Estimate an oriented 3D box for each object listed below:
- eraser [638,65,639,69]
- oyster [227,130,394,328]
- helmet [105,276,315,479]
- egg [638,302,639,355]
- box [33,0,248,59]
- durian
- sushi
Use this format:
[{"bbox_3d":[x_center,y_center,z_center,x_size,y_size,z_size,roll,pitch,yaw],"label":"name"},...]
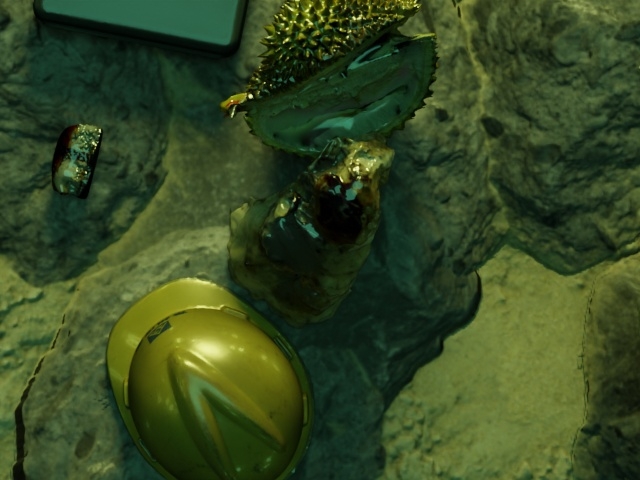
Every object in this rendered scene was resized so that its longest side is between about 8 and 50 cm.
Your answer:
[{"bbox_3d":[0.504,-0.143,1.546,0.298,0.076,0.078,34,85,-1],"label":"eraser"},{"bbox_3d":[-0.006,-0.014,1.480,0.161,0.107,0.233,36,111,-7],"label":"oyster"},{"bbox_3d":[-0.116,0.164,1.469,0.205,0.140,0.257,-37,92,-4],"label":"helmet"},{"bbox_3d":[0.511,0.140,1.400,0.345,0.345,0.428,-34,75,-4],"label":"egg"},{"bbox_3d":[-0.190,-0.294,1.530,0.230,0.050,0.160,11,86,-3],"label":"box"},{"bbox_3d":[-0.003,-0.192,1.486,0.237,0.193,0.138,-14,49,-14],"label":"durian"},{"bbox_3d":[-0.269,-0.089,1.517,0.046,0.044,0.083,14,84,-3],"label":"sushi"}]
